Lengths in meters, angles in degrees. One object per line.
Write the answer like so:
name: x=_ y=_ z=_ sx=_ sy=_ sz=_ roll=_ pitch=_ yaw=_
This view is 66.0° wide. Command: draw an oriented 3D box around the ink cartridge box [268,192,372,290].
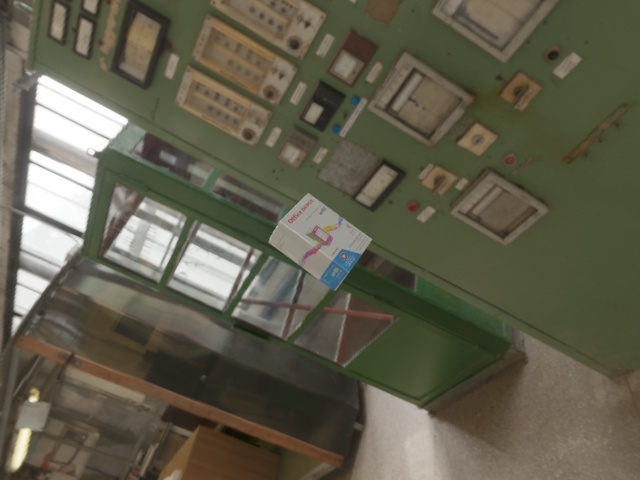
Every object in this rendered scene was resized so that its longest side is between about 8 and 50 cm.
ink cartridge box: x=0.000 y=0.000 z=0.723 sx=0.088 sy=0.123 sz=0.052 roll=-50 pitch=-6 yaw=-45
